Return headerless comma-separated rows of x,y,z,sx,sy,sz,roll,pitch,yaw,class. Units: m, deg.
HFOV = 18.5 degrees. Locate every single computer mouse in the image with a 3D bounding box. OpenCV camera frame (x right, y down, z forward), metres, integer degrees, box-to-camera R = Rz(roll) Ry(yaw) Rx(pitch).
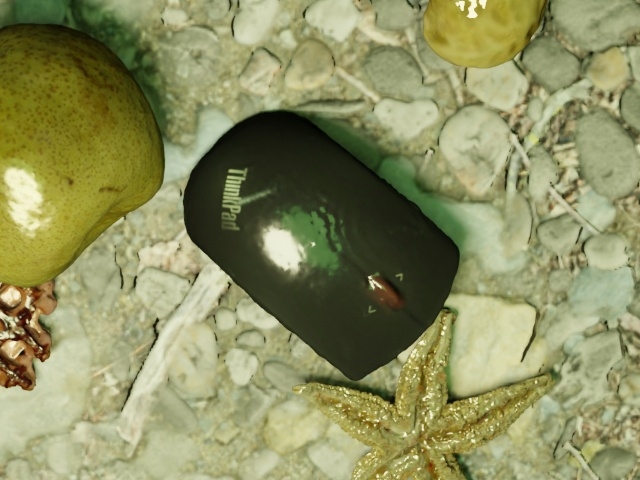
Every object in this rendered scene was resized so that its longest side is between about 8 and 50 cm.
0.000,0.000,1.868,0.269,0.100,0.170,40,92,-9,computer mouse

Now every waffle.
-0.368,0.054,1.868,0.234,0.055,0.221,-4,103,-12,waffle

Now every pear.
-0.262,-0.083,1.769,0.228,0.188,0.211,-40,89,-30,pear

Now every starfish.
0.124,0.191,1.974,0.231,0.048,0.295,-45,107,5,starfish

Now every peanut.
0.190,-0.300,1.815,0.147,0.147,0.305,33,99,-14,peanut
